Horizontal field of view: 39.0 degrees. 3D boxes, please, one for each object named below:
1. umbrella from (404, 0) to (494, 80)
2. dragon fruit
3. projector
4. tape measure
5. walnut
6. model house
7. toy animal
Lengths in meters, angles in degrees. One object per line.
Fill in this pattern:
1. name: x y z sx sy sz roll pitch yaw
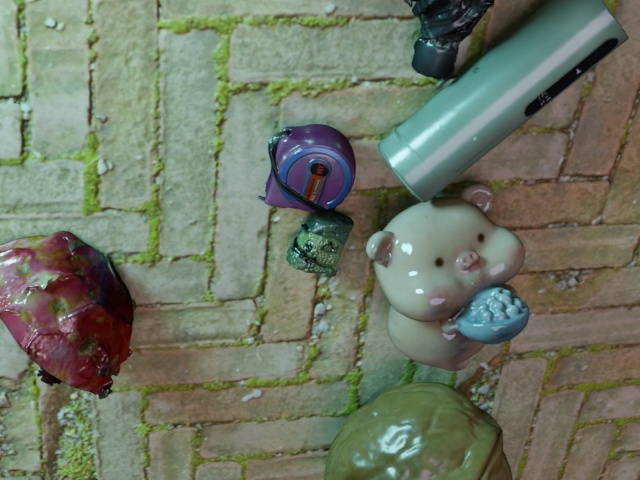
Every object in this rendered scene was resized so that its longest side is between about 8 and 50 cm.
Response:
1. umbrella: 0.160 -0.346 1.060 0.154 0.128 0.337 29 127 -1
2. dragon fruit: -0.331 0.109 1.239 0.126 0.161 0.274 -30 120 12
3. projector: 0.232 -0.193 1.180 0.337 0.108 0.108 -40 120 15
4. tape measure: -0.015 -0.098 1.217 0.125 0.074 0.118 12 125 -11
5. walnut: 0.154 0.374 1.434 0.313 0.277 0.252 -36 160 19
6. model house: 0.000 0.000 1.285 0.078 0.066 0.083 16 117 -21
7. toy animal: 0.180 0.060 1.294 0.210 0.230 0.221 -32 170 -21
